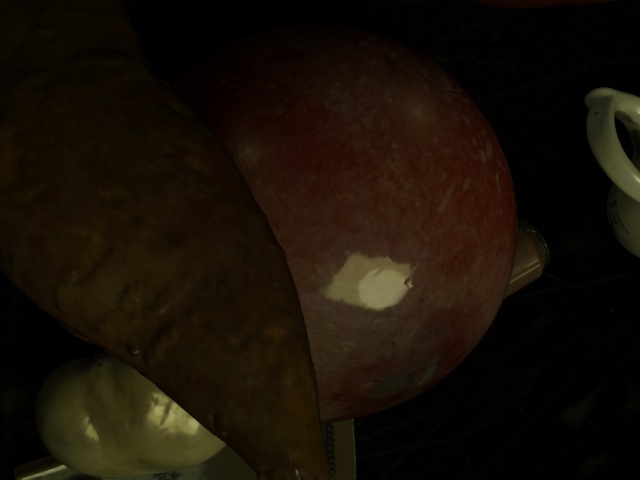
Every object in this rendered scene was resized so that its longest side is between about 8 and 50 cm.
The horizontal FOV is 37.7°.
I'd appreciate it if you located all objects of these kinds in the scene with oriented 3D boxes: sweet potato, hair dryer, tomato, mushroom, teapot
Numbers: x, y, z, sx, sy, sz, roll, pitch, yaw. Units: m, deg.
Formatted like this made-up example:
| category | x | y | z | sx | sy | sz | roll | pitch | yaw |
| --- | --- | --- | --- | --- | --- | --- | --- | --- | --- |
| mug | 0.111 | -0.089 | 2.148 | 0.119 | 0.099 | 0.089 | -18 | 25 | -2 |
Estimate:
| category | x | y | z | sx | sy | sz | roll | pitch | yaw |
| --- | --- | --- | --- | --- | --- | --- | --- | --- | --- |
| sweet potato | -0.104 | -0.018 | 0.439 | 0.131 | 0.337 | 0.131 | -28 | 155 | -14 |
| hair dryer | 0.132 | -0.014 | 0.812 | 0.117 | 0.064 | 0.182 | -29 | 133 | -10 |
| tomato | 0.000 | 0.000 | 0.602 | 0.270 | 0.227 | 0.270 | -19 | 144 | -14 |
| mushroom | -0.135 | 0.114 | 0.703 | 0.154 | 0.122 | 0.154 | -3 | 167 | -1 |
| teapot | 0.359 | -0.062 | 0.863 | 0.299 | 0.166 | 0.208 | 15 | 158 | -34 |

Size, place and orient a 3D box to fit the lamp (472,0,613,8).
| category | x | y | z | sx | sy | sz | roll | pitch | yaw |
| --- | --- | --- | --- | --- | --- | --- | --- | --- | --- |
| lamp | 0.121 | -0.257 | 0.433 | 0.303 | 0.257 | 0.303 | -18 | 133 | -20 |

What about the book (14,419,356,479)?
| category | x | y | z | sx | sy | sz | roll | pitch | yaw |
| --- | --- | --- | --- | --- | --- | --- | --- | --- | --- |
| book | -0.107 | 0.246 | 0.870 | 0.310 | 0.021 | 0.217 | -15 | 119 | -23 |
